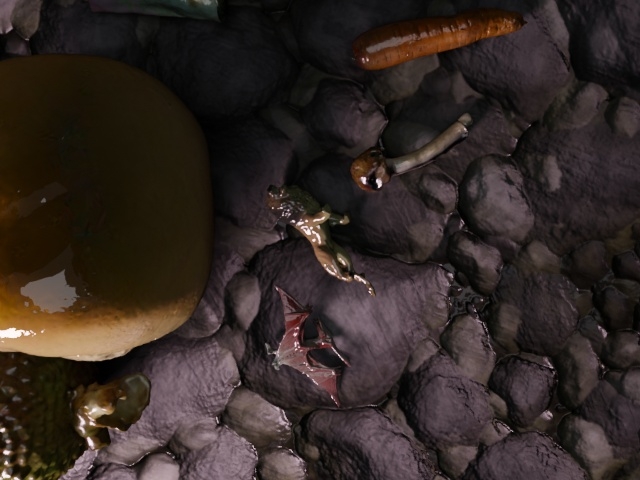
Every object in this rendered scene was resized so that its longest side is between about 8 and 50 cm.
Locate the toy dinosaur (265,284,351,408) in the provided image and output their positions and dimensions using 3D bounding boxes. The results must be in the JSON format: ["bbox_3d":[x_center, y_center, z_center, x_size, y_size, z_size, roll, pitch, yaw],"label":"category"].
[{"bbox_3d":[-0.023,0.163,1.110,0.108,0.032,0.220,-24,105,4],"label":"toy dinosaur"}]

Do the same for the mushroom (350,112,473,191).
[{"bbox_3d":[0.130,-0.126,1.050,0.187,0.061,0.060,-24,109,-4],"label":"mushroom"}]

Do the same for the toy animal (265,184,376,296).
[{"bbox_3d":[0.014,-0.007,1.066,0.086,0.069,0.220,-41,88,30],"label":"toy animal"}]

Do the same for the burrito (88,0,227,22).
[{"bbox_3d":[-0.241,-0.378,1.023,0.228,0.089,0.144,2,96,3],"label":"burrito"}]

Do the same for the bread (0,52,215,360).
[{"bbox_3d":[-0.303,-0.039,0.931,0.347,0.253,0.376,3,72,-19],"label":"bread"}]

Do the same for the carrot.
[{"bbox_3d":[0.162,-0.284,1.019,0.247,0.059,0.059,-12,97,4],"label":"carrot"}]

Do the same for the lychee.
[{"bbox_3d":[-0.429,0.226,1.040,0.319,0.270,0.270,31,100,18],"label":"lychee"}]
